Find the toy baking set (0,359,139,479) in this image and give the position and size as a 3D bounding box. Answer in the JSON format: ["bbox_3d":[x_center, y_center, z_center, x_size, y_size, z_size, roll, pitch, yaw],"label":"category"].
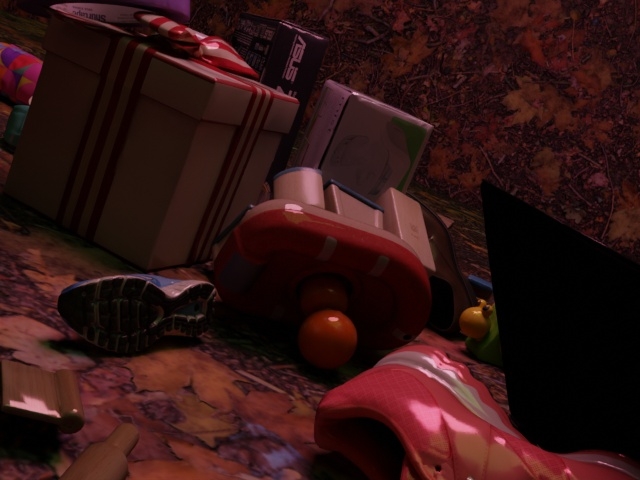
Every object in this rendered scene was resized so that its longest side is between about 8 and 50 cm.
[{"bbox_3d":[-0.205,0.114,0.382,0.197,0.030,0.256,19,12,-3],"label":"toy baking set"}]

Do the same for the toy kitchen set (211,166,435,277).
[{"bbox_3d":[0.000,0.000,0.912,0.207,0.166,0.122,28,36,-28],"label":"toy kitchen set"}]

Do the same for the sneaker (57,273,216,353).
[{"bbox_3d":[-0.164,0.059,0.655,0.073,0.063,0.162,9,-1,31],"label":"sneaker"}]

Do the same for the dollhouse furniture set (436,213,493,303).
[{"bbox_3d":[0.203,0.044,1.171,0.184,0.129,0.129,24,12,11],"label":"dollhouse furniture set"}]

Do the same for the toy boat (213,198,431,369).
[{"bbox_3d":[0.007,0.065,0.781,0.231,0.151,0.151,17,43,-22],"label":"toy boat"}]

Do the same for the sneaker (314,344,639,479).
[{"bbox_3d":[0.117,0.185,0.522,0.136,0.115,0.314,-8,25,-43],"label":"sneaker"}]

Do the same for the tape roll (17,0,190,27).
[{"bbox_3d":[-0.242,-0.296,0.859,0.189,0.080,0.189,1,7,0],"label":"tape roll"}]

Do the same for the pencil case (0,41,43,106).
[{"bbox_3d":[-0.514,-0.282,1.376,0.236,0.104,0.104,26,12,20],"label":"pencil case"}]

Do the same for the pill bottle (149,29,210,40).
[{"bbox_3d":[-0.265,-0.253,1.341,0.137,0.245,0.136,22,12,-5],"label":"pill bottle"}]

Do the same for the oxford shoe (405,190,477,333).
[{"bbox_3d":[0.143,0.025,1.063,0.227,0.083,0.096,60,28,9],"label":"oxford shoe"}]

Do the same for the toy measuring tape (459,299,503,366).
[{"bbox_3d":[0.339,0.139,1.044,0.330,0.121,0.121,19,13,-18],"label":"toy measuring tape"}]

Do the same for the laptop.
[{"bbox_3d":[0.330,0.164,0.623,0.408,0.236,0.382,18,13,-19],"label":"laptop"}]

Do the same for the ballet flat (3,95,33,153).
[{"bbox_3d":[-0.413,-0.186,1.163,0.083,0.087,0.247,20,12,-10],"label":"ballet flat"}]

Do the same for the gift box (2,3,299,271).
[{"bbox_3d":[-0.213,-0.139,0.911,0.277,0.258,0.255,26,12,12],"label":"gift box"}]

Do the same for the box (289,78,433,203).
[{"bbox_3d":[0.025,-0.078,1.070,0.127,0.261,0.231,20,11,-13],"label":"box"}]

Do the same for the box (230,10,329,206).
[{"bbox_3d":[-0.123,-0.234,1.345,0.097,0.318,0.395,17,12,-20],"label":"box"}]
